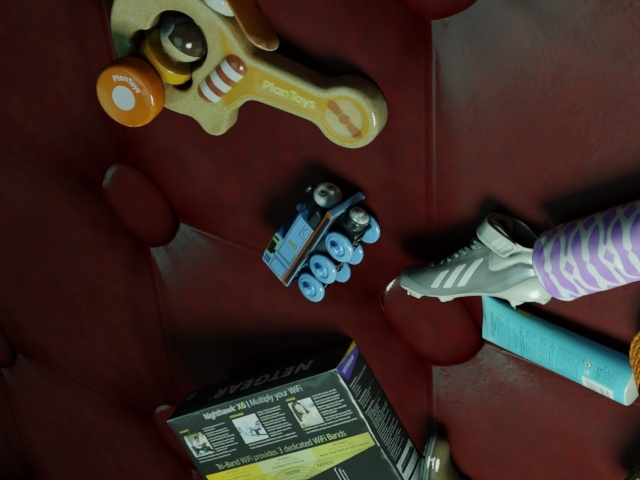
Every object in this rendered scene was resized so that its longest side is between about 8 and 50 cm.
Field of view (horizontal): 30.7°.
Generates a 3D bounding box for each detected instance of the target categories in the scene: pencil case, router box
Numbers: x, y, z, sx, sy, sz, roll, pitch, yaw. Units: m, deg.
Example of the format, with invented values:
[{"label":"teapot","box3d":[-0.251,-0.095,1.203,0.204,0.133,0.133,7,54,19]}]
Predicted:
[{"label":"pencil case","box3d":[0.315,0.007,1.194,0.088,0.086,0.206,36,149,-27]},{"label":"router box","box3d":[-0.033,0.299,1.682,0.308,0.081,0.243,-20,109,30]}]

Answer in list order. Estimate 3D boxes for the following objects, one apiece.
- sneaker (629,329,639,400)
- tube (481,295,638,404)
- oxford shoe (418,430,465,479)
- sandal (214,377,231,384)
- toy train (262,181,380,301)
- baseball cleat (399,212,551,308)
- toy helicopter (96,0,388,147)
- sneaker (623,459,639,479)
[{"label":"sneaker","box3d":[0.409,0.107,1.173,0.262,0.121,0.099,116,150,-60]},{"label":"tube","box3d":[0.274,0.126,1.358,0.207,0.052,0.080,24,136,32]},{"label":"oxford shoe","box3d":[0.190,0.354,1.612,0.096,0.083,0.227,-2,122,21]},{"label":"sandal","box3d":[-0.082,0.297,1.810,0.219,0.090,0.060,30,174,6]},{"label":"toy train","box3d":[0.000,0.000,1.475,0.105,0.080,0.184,46,141,11]},{"label":"baseball cleat","box3d":[0.178,0.019,1.349,0.205,0.072,0.110,2,110,36]},{"label":"toy helicopter","box3d":[-0.083,-0.216,1.359,0.355,0.140,0.235,23,127,11]},{"label":"sneaker","box3d":[0.443,0.269,1.281,0.153,0.099,0.282,41,138,10]}]
